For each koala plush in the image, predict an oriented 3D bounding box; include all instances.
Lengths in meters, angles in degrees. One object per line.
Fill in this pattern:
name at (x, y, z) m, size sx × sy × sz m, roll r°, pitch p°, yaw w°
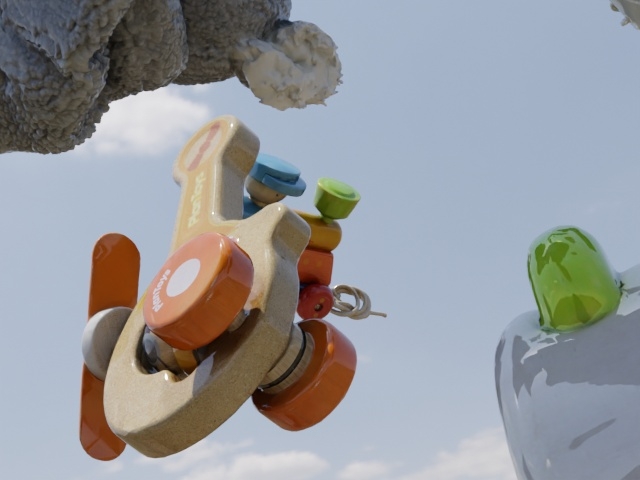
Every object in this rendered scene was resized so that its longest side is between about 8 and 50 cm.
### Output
koala plush at (-0.101, -0.143, 0.657) m, size 0.221 × 0.196 × 0.203 m, roll -5°, pitch -52°, yaw -54°

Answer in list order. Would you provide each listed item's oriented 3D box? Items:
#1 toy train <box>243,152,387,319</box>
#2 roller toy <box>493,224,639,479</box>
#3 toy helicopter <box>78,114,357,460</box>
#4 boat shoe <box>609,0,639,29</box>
toy train at (0.000, 0.000, 1.177) m, size 0.248 × 0.105 × 0.143 m, roll 12°, pitch -66°, yaw -36°
roller toy at (0.173, 0.097, 0.474) m, size 0.146 × 0.191 × 0.209 m, roll -25°, pitch -46°, yaw 15°
toy helicopter at (-0.105, 0.027, 0.928) m, size 0.235 × 0.355 × 0.140 m, roll -34°, pitch -57°, yaw 25°
boat shoe at (0.213, -0.168, 0.726) m, size 0.079 × 0.081 × 0.227 m, roll -28°, pitch 34°, yaw -25°
